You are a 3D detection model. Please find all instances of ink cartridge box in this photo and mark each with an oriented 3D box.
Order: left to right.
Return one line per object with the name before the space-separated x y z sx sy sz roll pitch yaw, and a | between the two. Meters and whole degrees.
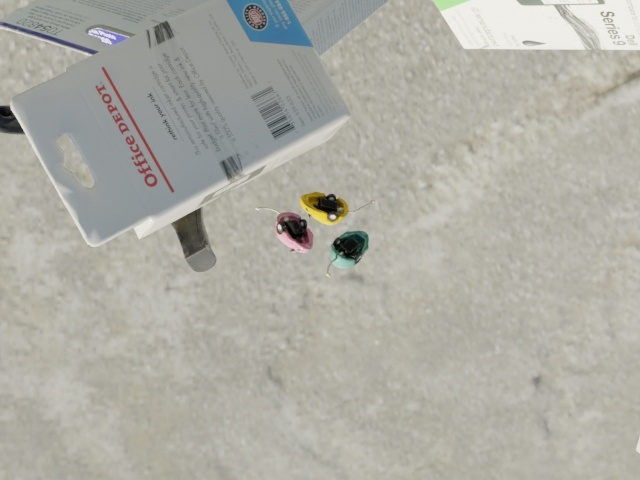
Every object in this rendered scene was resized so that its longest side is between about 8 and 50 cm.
ink cartridge box | -0.086 -0.074 0.713 0.180 0.104 0.060 -29 179 -18
ink cartridge box | -0.094 -0.175 0.894 0.224 0.223 0.045 -41 138 -35
ink cartridge box | 0.276 -0.314 1.324 0.289 0.122 0.211 5 163 28

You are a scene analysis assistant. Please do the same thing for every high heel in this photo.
high heel | -0.206 -0.102 1.451 0.093 0.186 0.261 -23 134 -2

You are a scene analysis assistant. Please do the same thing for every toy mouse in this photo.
toy mouse | 0.000 0.000 1.415 0.161 0.143 0.031 8 135 -19

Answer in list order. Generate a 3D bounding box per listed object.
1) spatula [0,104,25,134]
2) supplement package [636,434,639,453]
spatula | -0.193 -0.117 1.047 0.296 0.084 0.030 -22 146 -58
supplement package | 0.373 0.060 0.771 0.198 0.199 0.263 -6 117 -32
